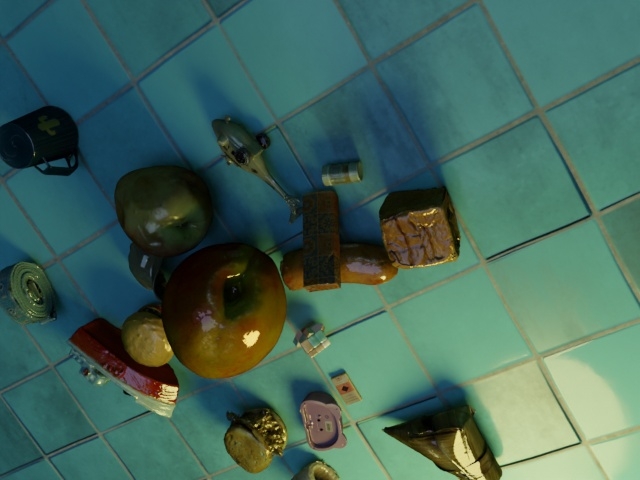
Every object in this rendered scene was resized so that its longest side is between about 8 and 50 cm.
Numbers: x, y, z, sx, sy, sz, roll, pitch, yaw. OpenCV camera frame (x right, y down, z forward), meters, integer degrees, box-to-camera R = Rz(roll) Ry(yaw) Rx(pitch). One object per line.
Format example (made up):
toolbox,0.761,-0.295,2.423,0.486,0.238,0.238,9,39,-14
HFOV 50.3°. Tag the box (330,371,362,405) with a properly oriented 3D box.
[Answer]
box,0.065,0.373,1.713,0.046,0.012,0.083,-25,103,25

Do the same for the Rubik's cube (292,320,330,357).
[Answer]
Rubik's cube,-0.025,0.235,1.651,0.073,0.075,0.084,54,154,-8

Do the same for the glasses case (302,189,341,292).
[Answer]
glasses case,0.000,0.000,1.496,0.075,0.049,0.218,-9,68,21

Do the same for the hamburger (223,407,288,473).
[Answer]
hamburger,-0.176,0.508,1.782,0.185,0.131,0.159,39,125,7

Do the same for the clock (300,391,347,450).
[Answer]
clock,0.014,0.460,1.742,0.110,0.050,0.153,-4,110,19

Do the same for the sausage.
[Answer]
sausage,0.042,0.056,1.549,0.270,0.109,0.109,-3,110,19

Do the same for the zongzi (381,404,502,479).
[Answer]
zongzi,0.295,0.521,1.652,0.242,0.112,0.221,-23,103,32

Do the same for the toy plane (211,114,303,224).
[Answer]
toy plane,-0.141,-0.163,1.529,0.286,0.092,0.108,43,138,-2

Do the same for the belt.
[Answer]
belt,-0.788,0.141,1.816,0.082,0.147,0.163,-19,76,26

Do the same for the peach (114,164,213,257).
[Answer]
peach,-0.367,-0.082,1.574,0.235,0.214,0.214,40,119,24

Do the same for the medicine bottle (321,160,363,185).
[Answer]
medicine bottle,0.048,-0.146,1.495,0.083,0.047,0.047,-5,109,19

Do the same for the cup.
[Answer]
cup,-0.663,-0.225,1.622,0.131,0.155,0.176,-37,95,26

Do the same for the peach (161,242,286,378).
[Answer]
peach,-0.220,0.164,1.570,0.307,0.308,0.332,27,150,5

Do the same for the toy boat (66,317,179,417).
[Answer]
toy boat,-0.517,0.353,1.807,0.332,0.145,0.133,33,106,7

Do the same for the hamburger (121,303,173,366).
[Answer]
hamburger,-0.432,0.244,1.758,0.162,0.115,0.162,6,110,17

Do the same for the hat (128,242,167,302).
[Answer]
hat,-0.427,0.077,1.664,0.144,0.173,0.166,2,110,9

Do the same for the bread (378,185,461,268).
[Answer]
bread,0.211,-0.029,1.432,0.143,0.158,0.149,-11,103,22

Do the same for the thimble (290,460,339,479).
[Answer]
thimble,-0.013,0.648,1.798,0.115,0.102,0.090,30,120,-29
